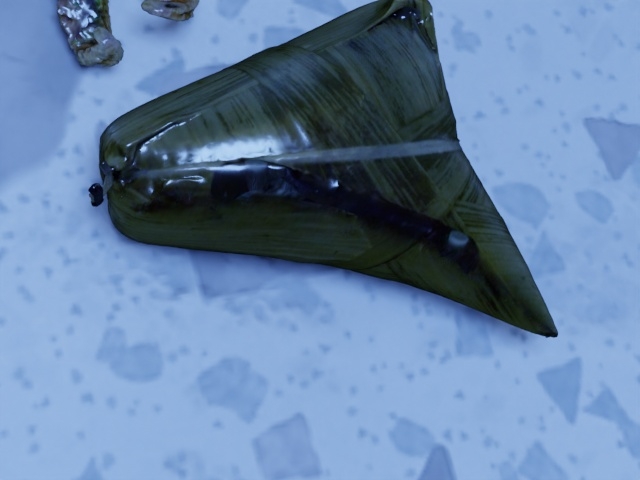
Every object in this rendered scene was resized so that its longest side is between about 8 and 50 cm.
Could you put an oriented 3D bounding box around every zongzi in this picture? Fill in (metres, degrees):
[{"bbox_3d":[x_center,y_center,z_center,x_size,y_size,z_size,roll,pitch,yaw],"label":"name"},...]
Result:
[{"bbox_3d":[-0.002,0.001,0.708,0.205,0.094,0.204,-27,90,-22],"label":"zongzi"}]

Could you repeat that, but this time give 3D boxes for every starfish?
[{"bbox_3d":[-0.144,-0.187,0.757,0.209,0.053,0.150,48,51,7],"label":"starfish"}]
